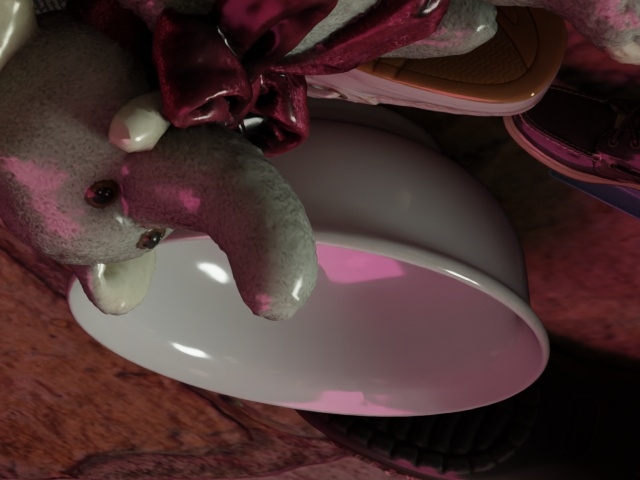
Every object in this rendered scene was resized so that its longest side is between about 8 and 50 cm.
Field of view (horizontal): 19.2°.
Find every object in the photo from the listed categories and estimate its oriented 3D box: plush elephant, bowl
[{"bbox_3d":[-0.053,-0.084,0.828,0.330,0.255,0.272,21,178,30],"label":"plush elephant"},{"bbox_3d":[0.000,0.000,1.172,0.297,0.134,0.298,8,157,3],"label":"bowl"}]

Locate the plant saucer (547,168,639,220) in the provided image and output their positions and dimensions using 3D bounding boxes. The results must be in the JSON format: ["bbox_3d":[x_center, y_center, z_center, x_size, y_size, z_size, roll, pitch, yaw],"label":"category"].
[{"bbox_3d":[0.230,-0.015,1.107,0.192,0.018,0.067,27,155,-2],"label":"plant saucer"}]

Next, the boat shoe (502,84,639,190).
[{"bbox_3d":[0.176,-0.055,1.041,0.152,0.056,0.049,19,151,-9],"label":"boat shoe"}]

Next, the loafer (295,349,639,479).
[{"bbox_3d":[0.147,0.149,1.364,0.366,0.134,0.130,18,154,16],"label":"loafer"}]

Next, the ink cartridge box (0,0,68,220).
[{"bbox_3d":[-0.237,-0.110,1.200,0.234,0.088,0.193,-2,122,44],"label":"ink cartridge box"}]

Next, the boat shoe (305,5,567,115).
[{"bbox_3d":[0.010,-0.121,1.017,0.277,0.098,0.096,23,157,26],"label":"boat shoe"}]
